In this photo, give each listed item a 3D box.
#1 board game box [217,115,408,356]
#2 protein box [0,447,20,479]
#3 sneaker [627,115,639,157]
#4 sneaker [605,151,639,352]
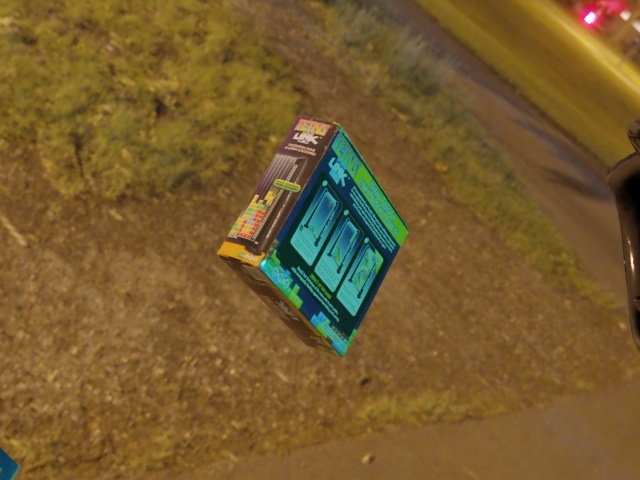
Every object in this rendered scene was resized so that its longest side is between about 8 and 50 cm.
[{"bbox_3d":[0.000,0.000,0.874,0.048,0.141,0.170,15,-23,34],"label":"board game box"},{"bbox_3d":[-0.349,0.171,0.680,0.201,0.136,0.200,50,17,-14],"label":"protein box"},{"bbox_3d":[0.155,-0.024,0.301,0.170,0.089,0.051,41,13,-31],"label":"sneaker"},{"bbox_3d":[0.177,0.065,0.410,0.090,0.081,0.232,10,54,-38],"label":"sneaker"}]
